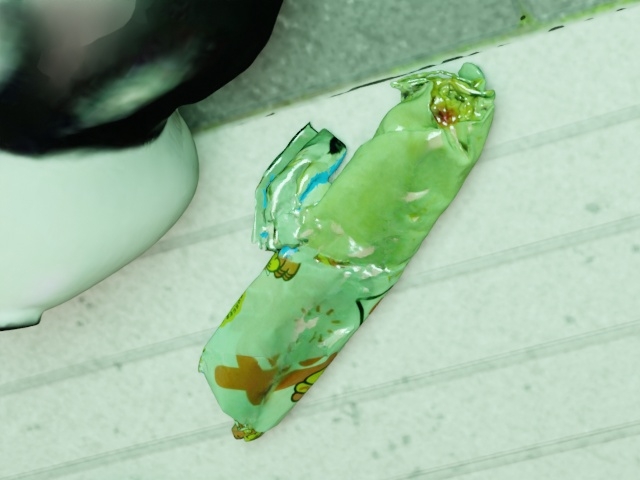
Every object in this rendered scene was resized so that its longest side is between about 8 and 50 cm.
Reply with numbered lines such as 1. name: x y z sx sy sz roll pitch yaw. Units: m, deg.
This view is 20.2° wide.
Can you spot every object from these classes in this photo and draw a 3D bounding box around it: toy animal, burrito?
1. toy animal: -0.174 -0.101 0.999 0.251 0.251 0.310 30 108 -2
2. burrito: 0.000 0.000 1.097 0.104 0.054 0.288 36 116 -2
